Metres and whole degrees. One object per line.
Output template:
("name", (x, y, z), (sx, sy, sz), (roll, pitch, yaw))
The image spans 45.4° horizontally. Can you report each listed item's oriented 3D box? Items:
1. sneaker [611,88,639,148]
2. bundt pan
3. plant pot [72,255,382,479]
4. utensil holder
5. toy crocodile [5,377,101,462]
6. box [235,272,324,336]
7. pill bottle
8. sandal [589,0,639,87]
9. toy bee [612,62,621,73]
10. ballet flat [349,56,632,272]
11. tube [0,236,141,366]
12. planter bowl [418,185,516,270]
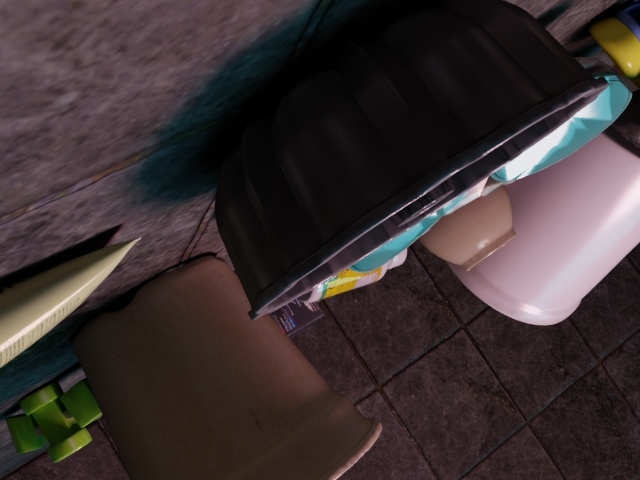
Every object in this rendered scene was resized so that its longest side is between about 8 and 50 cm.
("sneaker", (0.522, -0.217, 1.147), (0.286, 0.109, 0.130), (-29, 156, -46))
("bundt pan", (0.052, -0.075, 0.617), (0.331, 0.124, 0.331), (-33, 176, -3))
("plant pot", (-0.142, 0.199, 0.980), (0.334, 0.305, 0.334), (-32, 175, -3))
("utensil holder", (0.450, -0.086, 1.406), (0.328, 0.327, 0.385), (-27, 158, -47))
("toy crocodile", (-0.353, 0.243, 1.199), (0.341, 0.115, 0.105), (-32, 179, 12))
("box", (-0.142, 0.143, 1.346), (0.165, 0.143, 0.270), (-36, 174, 27))
("pill bottle", (0.047, 0.030, 1.371), (0.209, 0.117, 0.117), (-15, 167, -29))
("sandal", (0.515, -0.318, 1.184), (0.138, 0.126, 0.317), (-40, 174, 25))
("toy bee", (0.703, -0.410, 1.444), (0.299, 0.162, 0.195), (-9, -167, 22))
("ballet flat", (0.162, -0.116, 0.931), (0.409, 0.147, 0.147), (-32, 175, 10))
("tube", (-0.242, 0.065, 0.568), (0.070, 0.062, 0.240), (18, -144, 34))
("planter bowl", (0.234, -0.023, 1.190), (0.162, 0.109, 0.162), (-36, 173, -5))
